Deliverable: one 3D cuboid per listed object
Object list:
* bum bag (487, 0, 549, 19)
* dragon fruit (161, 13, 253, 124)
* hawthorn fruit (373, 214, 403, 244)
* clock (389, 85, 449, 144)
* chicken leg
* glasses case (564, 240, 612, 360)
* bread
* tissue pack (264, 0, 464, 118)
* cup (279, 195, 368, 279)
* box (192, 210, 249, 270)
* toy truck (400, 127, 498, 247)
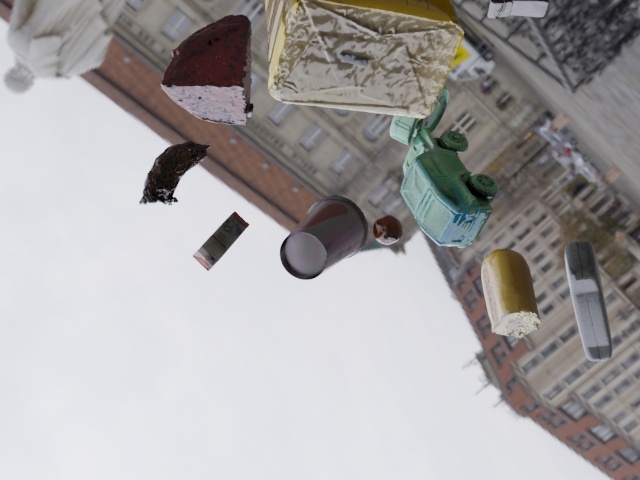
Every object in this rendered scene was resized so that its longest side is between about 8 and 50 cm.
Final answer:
[{"bbox_3d":[0.543,-0.638,2.033,0.159,0.026,0.109,5,174,10],"label":"bum bag"},{"bbox_3d":[-0.266,-0.515,2.195,0.240,0.330,0.302,12,164,36],"label":"dragon fruit"},{"bbox_3d":[0.182,-0.022,1.974,0.081,0.081,0.093,38,-165,-21],"label":"hawthorn fruit"},{"bbox_3d":[0.248,-0.316,1.754,0.066,0.159,0.211,30,-153,21],"label":"clock"},{"bbox_3d":[-0.370,-0.172,1.844,0.063,0.233,0.105,5,150,51],"label":"chicken leg"},{"bbox_3d":[0.658,0.151,1.807,0.131,0.074,0.323,-75,-32,-47],"label":"glasses case"},{"bbox_3d":[0.387,0.104,1.502,0.134,0.085,0.173,95,171,-63],"label":"bread"},{"bbox_3d":[0.056,-0.417,1.306,0.293,0.228,0.381,5,-132,-13],"label":"tissue pack"},{"bbox_3d":[0.000,0.000,2.047,0.203,0.203,0.288,45,-155,1],"label":"cup"},{"bbox_3d":[-0.233,-0.002,1.747,0.055,0.039,0.218,44,-152,-8],"label":"box"},{"bbox_3d":[0.276,-0.122,1.656,0.156,0.155,0.278,-4,-132,-25],"label":"toy truck"}]
